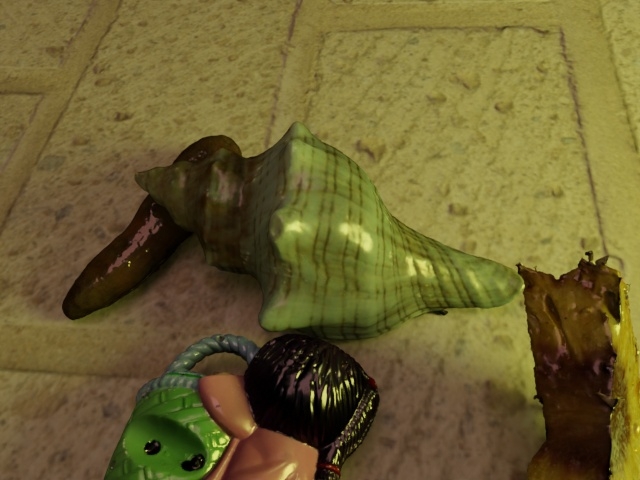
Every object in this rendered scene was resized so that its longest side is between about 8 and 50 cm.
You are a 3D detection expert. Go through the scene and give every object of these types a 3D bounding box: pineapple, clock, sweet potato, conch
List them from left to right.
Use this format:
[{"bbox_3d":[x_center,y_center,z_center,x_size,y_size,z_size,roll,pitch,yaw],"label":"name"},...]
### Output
[{"bbox_3d":[-0.174,-0.019,0.675,0.075,0.075,0.273,25,64,23],"label":"sweet potato"},{"bbox_3d":[-0.065,0.161,0.504,0.194,0.100,0.195,17,56,21],"label":"clock"},{"bbox_3d":[-0.004,-0.005,0.583,0.386,0.169,0.203,16,76,20],"label":"conch"},{"bbox_3d":[0.204,0.136,0.475,0.080,0.135,0.233,-5,69,38],"label":"pineapple"}]
